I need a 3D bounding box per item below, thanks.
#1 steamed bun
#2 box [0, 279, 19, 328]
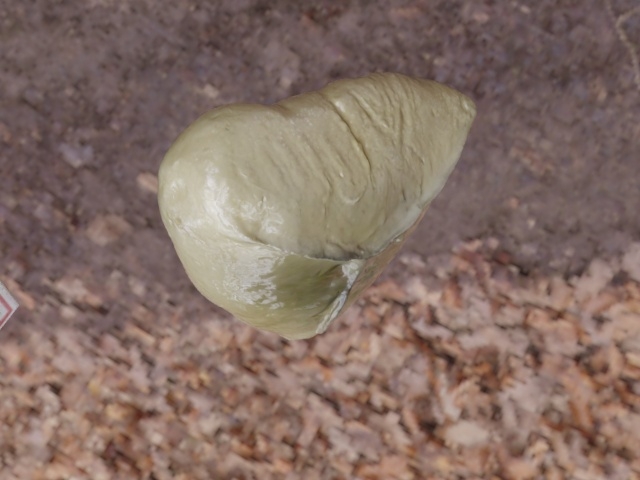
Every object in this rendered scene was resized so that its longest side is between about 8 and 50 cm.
[{"bbox_3d":[-0.012,-0.010,0.893,0.110,0.212,0.231,51,119,32],"label":"steamed bun"},{"bbox_3d":[-0.407,0.031,1.081,0.095,0.210,0.330,21,154,30],"label":"box"}]
